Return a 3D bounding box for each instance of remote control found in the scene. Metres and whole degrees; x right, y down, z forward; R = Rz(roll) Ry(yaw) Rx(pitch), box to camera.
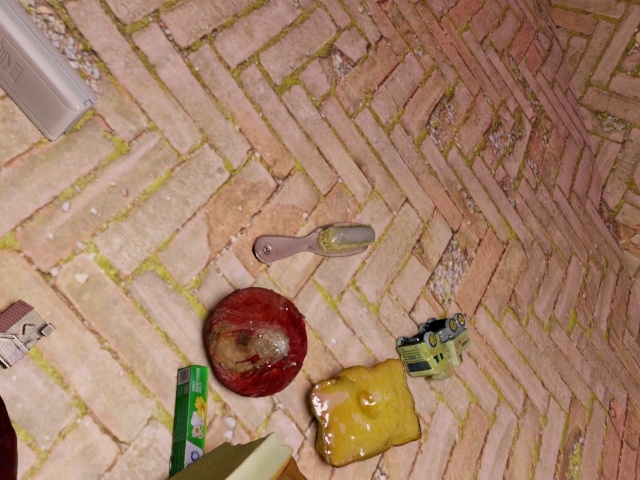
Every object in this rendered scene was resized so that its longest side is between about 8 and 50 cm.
[{"bbox_3d":[-0.451,-0.285,0.929,0.277,0.103,0.055,51,41,-12],"label":"remote control"}]

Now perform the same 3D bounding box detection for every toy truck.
[{"bbox_3d":[0.253,0.234,1.367,0.191,0.085,0.116,-20,90,-49],"label":"toy truck"}]

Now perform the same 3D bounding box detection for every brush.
[{"bbox_3d":[0.000,-0.002,1.256,0.313,0.067,0.072,-6,76,-43],"label":"brush"}]

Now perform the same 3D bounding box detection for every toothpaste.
[{"bbox_3d":[-0.194,0.275,0.945,0.037,0.043,0.178,21,57,-39],"label":"toothpaste"}]

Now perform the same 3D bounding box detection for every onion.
[{"bbox_3d":[-0.091,0.160,1.027,0.184,0.147,0.184,7,77,-32],"label":"onion"}]

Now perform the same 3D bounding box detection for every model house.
[{"bbox_3d":[-0.395,0.120,0.819,0.058,0.057,0.083,56,45,-15],"label":"model house"}]

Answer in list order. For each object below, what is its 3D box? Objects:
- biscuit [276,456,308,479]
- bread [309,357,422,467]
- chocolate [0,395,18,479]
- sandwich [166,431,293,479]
[{"bbox_3d":[-0.084,0.498,0.931,0.359,0.074,0.381,15,63,-41],"label":"biscuit"},{"bbox_3d":[0.074,0.311,1.157,0.233,0.088,0.161,-2,67,-42],"label":"bread"},{"bbox_3d":[-0.438,0.198,0.522,0.383,0.331,0.384,23,50,-30],"label":"chocolate"},{"bbox_3d":[-0.171,0.337,0.831,0.063,0.245,0.212,65,27,-1],"label":"sandwich"}]
